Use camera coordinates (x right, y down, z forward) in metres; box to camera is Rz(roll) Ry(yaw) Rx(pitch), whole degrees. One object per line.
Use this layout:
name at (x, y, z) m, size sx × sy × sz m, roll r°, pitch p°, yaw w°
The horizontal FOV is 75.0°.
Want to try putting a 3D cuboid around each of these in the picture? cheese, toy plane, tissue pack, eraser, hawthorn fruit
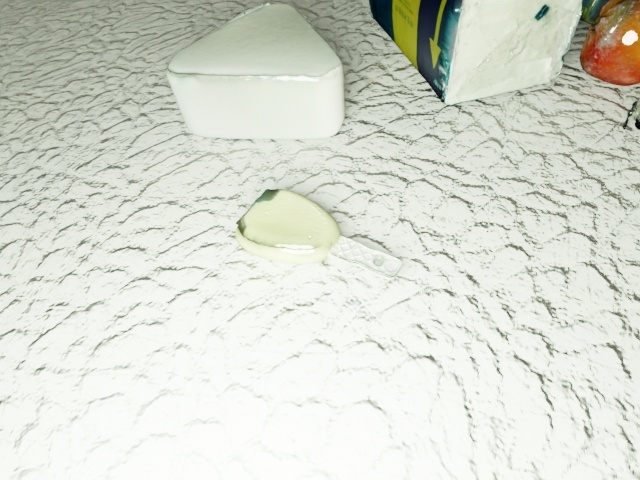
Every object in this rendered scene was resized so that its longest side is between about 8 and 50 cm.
cheese at (0.000, 0.000, 0.625) m, size 0.251 × 0.054 × 0.127 m, roll 22°, pitch 57°, yaw 20°
toy plane at (0.592, -0.238, 0.763) m, size 0.049 × 0.031 × 0.121 m, roll 22°, pitch 60°, yaw 31°
tissue pack at (0.291, -0.499, 0.854) m, size 0.264 × 0.253 × 0.416 m, roll -17°, pitch 52°, yaw -5°
eraser at (-0.138, -0.319, 0.830) m, size 0.331 × 0.150 × 0.331 m, roll -1°, pitch 52°, yaw 2°
hawthorn fruit at (0.596, -0.378, 0.788) m, size 0.173 × 0.173 × 0.173 m, roll -3°, pitch 52°, yaw 4°

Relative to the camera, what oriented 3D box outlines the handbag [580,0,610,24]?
handbag at (0.630, -0.648, 0.932) m, size 0.222 × 0.263 × 0.241 m, roll -9°, pitch 52°, yaw -24°
